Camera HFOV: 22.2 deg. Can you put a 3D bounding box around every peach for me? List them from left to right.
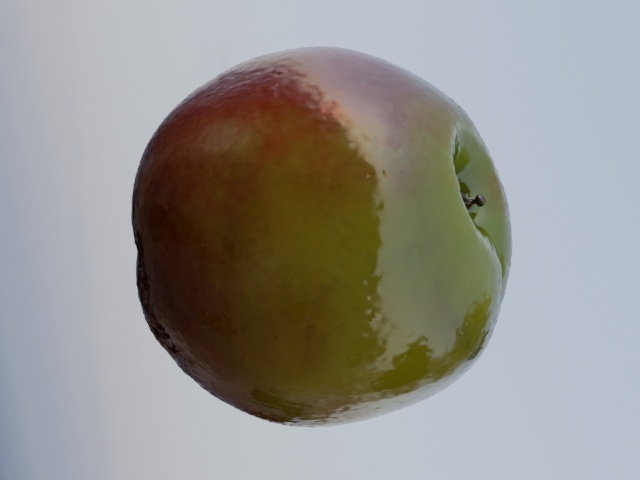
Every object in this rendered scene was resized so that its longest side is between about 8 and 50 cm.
[{"bbox_3d":[0.000,0.000,0.963,0.231,0.231,0.231,167,-90,-77],"label":"peach"}]
